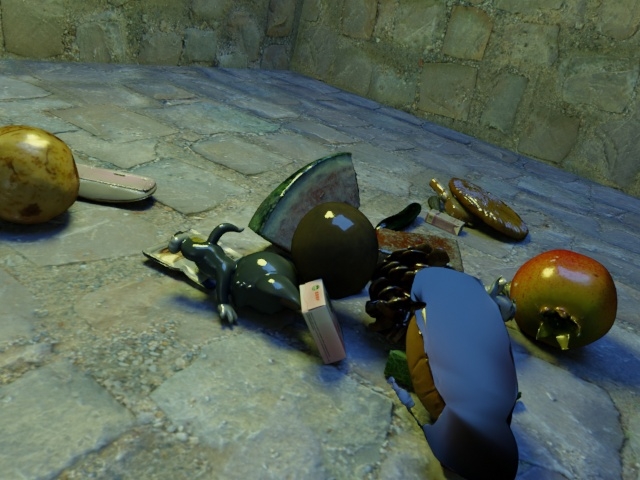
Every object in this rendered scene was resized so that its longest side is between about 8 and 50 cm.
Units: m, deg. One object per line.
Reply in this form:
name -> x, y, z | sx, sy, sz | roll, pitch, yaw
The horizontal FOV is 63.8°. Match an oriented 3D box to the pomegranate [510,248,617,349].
pomegranate -> 0.529, 0.135, 1.124 | 0.221, 0.220, 0.256 | 21, 34, 14

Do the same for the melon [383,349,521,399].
melon -> 0.239, 0.254, 0.932 | 0.262, 0.053, 0.114 | 19, 7, 0

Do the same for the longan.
longan -> 0.028, 0.020, 0.980 | 0.168, 0.187, 0.167 | -11, 27, 6

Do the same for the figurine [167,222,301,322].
figurine -> -0.153, 0.052, 0.999 | 0.265, 0.140, 0.193 | 42, 11, -3

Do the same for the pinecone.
pinecone -> 0.173, 0.107, 0.998 | 0.179, 0.184, 0.204 | -8, 9, 27

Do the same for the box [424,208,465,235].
box -> 0.395, -0.059, 1.636 | 0.117, 0.036, 0.051 | 26, 28, 21

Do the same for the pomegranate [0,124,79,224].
pomegranate -> -0.620, -0.133, 1.074 | 0.215, 0.215, 0.215 | 12, 26, -6

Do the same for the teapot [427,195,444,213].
teapot -> 0.391, -0.112, 1.738 | 0.043, 0.042, 0.110 | 13, 28, -4

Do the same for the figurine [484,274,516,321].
figurine -> 0.321, 0.130, 1.084 | 0.184, 0.128, 0.208 | 14, -15, -2

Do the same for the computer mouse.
computer mouse -> -0.535, -0.139, 1.277 | 0.245, 0.056, 0.126 | 9, 25, -11

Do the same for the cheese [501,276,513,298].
cheese -> 0.478, 0.122, 1.309 | 0.084, 0.041, 0.060 | 12, 30, -34

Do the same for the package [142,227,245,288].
package -> -0.260, 0.035, 1.103 | 0.173, 0.027, 0.171 | 25, 25, 14

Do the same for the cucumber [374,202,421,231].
cucumber -> 0.239, -0.063, 1.542 | 0.056, 0.056, 0.284 | 28, 33, 25

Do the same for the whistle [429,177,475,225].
whistle -> 0.446, -0.131, 1.733 | 0.107, 0.057, 0.220 | 0, 46, -43

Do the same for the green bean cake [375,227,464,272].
green bean cake -> 0.229, 0.045, 1.265 | 0.233, 0.097, 0.198 | 14, 27, -2

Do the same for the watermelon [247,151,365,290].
watermelon -> -0.041, -0.011, 1.139 | 0.251, 0.283, 0.292 | -10, 72, -19

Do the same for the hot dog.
hot dog -> 0.206, 0.214, 0.824 | 0.194, 0.107, 0.326 | 11, 58, 7

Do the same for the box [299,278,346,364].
box -> 0.005, 0.144, 0.913 | 0.043, 0.125, 0.089 | -19, 28, 5

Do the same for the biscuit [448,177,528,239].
biscuit -> 0.572, -0.116, 1.749 | 0.318, 0.040, 0.318 | 26, 25, -13
